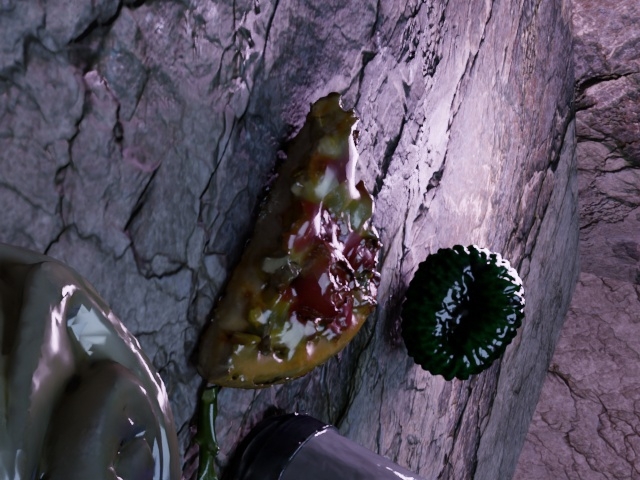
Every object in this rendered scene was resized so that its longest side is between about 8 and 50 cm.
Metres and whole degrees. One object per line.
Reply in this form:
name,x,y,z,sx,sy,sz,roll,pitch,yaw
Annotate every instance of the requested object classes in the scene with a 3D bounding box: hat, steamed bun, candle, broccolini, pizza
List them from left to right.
steamed bun,-0.243,0.188,0.600,0.339,0.248,0.352,-62,155,-23
broccolini,-0.161,0.297,1.051,0.067,0.058,0.216,-126,-143,-79
pizza,0.000,0.000,1.120,0.440,0.130,0.405,-22,123,-59
candle,0.039,0.402,1.159,0.221,0.343,0.221,-39,139,-45
hat,0.280,0.151,1.687,0.274,0.242,0.332,-49,173,-5

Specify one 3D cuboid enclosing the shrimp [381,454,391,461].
shrimp,0.123,0.604,1.715,0.360,0.085,0.246,71,34,-42
